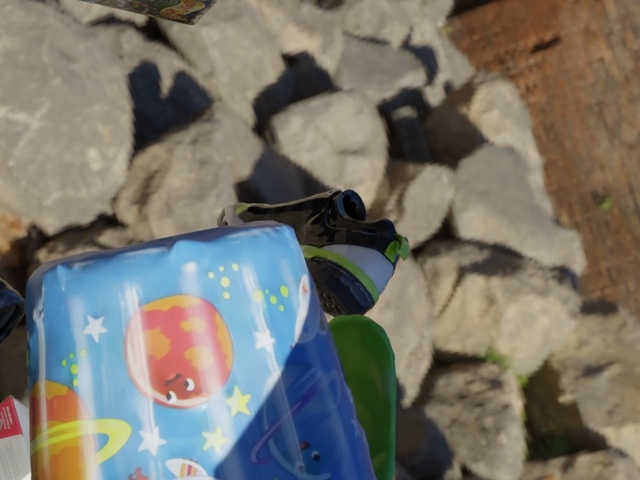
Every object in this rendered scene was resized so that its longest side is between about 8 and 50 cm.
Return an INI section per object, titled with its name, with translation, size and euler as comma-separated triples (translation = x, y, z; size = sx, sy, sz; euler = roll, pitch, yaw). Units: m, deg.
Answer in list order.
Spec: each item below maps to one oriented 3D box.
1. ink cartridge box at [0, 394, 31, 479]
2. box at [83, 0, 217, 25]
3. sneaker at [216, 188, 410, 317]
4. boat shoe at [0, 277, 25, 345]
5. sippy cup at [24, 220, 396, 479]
[ink cartridge box]
translation = -0.313, 0.237, 1.219
size = 0.063, 0.150, 0.109
euler = 43, 9, -42
[box]
translation = -0.172, -0.260, 1.238
size = 0.233, 0.159, 0.044
euler = 176, -75, -75
[sneaker]
translation = 0.000, 0.000, 1.124
size = 0.084, 0.097, 0.234
euler = 50, -14, -34
[boat shoe]
translation = -0.324, 0.136, 0.891
size = 0.105, 0.306, 0.113
euler = 34, -25, 14
[sippy cup]
translation = -0.077, 0.109, 0.792
size = 0.305, 0.240, 0.224
euler = -13, 93, -84
